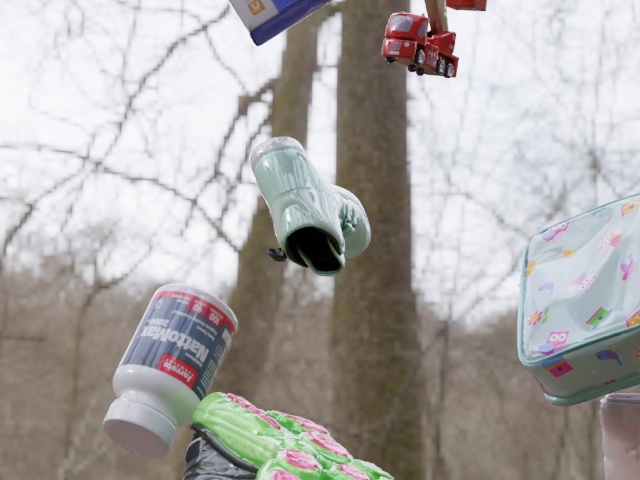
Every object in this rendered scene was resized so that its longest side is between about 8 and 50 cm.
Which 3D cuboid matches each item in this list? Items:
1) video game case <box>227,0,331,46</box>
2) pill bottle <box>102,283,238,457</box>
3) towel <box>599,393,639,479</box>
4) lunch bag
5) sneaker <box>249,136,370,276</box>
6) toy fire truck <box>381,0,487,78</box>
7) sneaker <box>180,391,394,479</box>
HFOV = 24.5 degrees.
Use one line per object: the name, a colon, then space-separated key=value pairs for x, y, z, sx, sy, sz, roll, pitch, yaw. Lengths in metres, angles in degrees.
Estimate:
video game case: x=-0.021 y=-0.383 z=1.589 sx=0.269 sy=0.244 sz=0.061 roll=-32 pitch=-11 yaw=1
pill bottle: x=-0.174 y=0.150 z=1.679 sx=0.108 sy=0.180 sz=0.108 roll=16 pitch=-33 yaw=11
towel: x=0.502 y=0.353 z=1.794 sx=0.317 sy=0.331 sz=0.053 roll=-3 pitch=6 yaw=33
lunch bag: x=0.354 y=0.072 z=1.858 sx=0.224 sy=0.279 sz=0.108 roll=-26 pitch=-62 yaw=28
sneaker: x=-0.001 y=0.000 z=1.749 sx=0.094 sy=0.151 sz=0.256 roll=-26 pitch=-33 yaw=14
toy fire truck: x=0.145 y=-0.276 z=1.862 sx=0.047 sy=0.135 sz=0.192 roll=9 pitch=-1 yaw=30
sneaker: x=-0.033 y=0.296 z=1.437 sx=0.185 sy=0.202 sz=0.483 roll=19 pitch=2 yaw=-15
